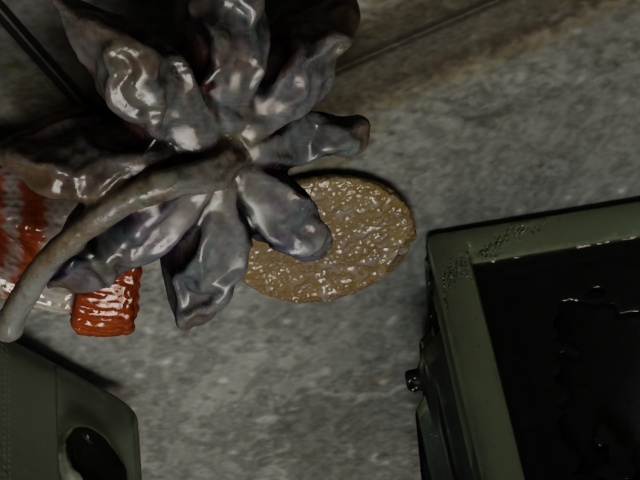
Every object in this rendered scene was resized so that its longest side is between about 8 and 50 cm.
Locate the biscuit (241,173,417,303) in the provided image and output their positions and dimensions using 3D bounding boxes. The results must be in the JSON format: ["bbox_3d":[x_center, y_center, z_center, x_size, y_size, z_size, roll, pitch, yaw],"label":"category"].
[{"bbox_3d":[0.000,0.000,1.176,0.120,0.015,0.120,-6,141,-5],"label":"biscuit"}]

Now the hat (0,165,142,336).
[{"bbox_3d":[-0.176,-0.012,1.062,0.162,0.093,0.112,8,100,-13],"label":"hat"}]

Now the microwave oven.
[{"bbox_3d":[0.179,0.194,1.189,0.218,0.355,0.286,-9,143,-3],"label":"microwave oven"}]

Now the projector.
[{"bbox_3d":[-0.232,0.158,1.202,0.177,0.163,0.242,-32,133,25],"label":"projector"}]

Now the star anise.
[{"bbox_3d":[-0.070,-0.038,0.985,0.262,0.081,0.230,-46,133,-3],"label":"star anise"}]
